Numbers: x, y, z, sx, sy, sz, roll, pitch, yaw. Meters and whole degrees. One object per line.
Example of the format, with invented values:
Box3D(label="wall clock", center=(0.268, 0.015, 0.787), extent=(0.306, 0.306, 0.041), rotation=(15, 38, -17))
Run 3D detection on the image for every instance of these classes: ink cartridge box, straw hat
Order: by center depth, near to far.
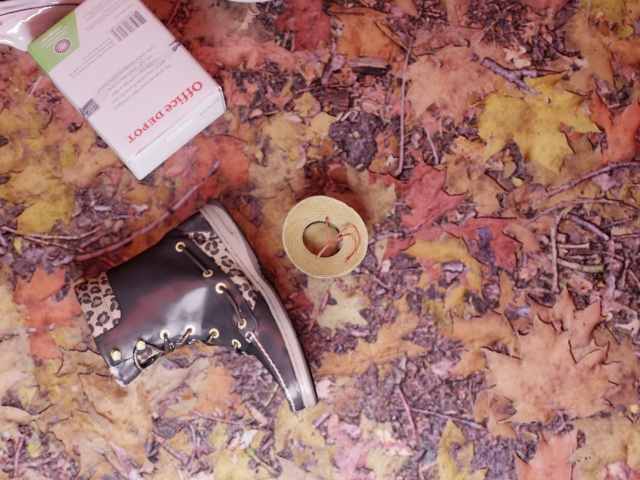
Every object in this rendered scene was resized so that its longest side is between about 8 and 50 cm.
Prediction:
Box3D(label="straw hat", center=(0.000, 0.000, 1.728), extent=(0.144, 0.061, 0.144), rotation=(2, 81, -16))
Box3D(label="ink cartridge box", center=(-0.321, -0.270, 1.769), extent=(0.198, 0.115, 0.273), rotation=(-40, 79, -9))

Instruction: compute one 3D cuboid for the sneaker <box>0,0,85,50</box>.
Box3D(label="sneaker", center=(-0.505, -0.375, 1.821), extent=(0.258, 0.094, 0.091), rotation=(-14, 104, -6))

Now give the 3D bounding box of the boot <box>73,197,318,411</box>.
Box3D(label="boot", center=(-0.194, 0.147, 1.651), extent=(0.284, 0.138, 0.377), rotation=(-27, 74, -8))
